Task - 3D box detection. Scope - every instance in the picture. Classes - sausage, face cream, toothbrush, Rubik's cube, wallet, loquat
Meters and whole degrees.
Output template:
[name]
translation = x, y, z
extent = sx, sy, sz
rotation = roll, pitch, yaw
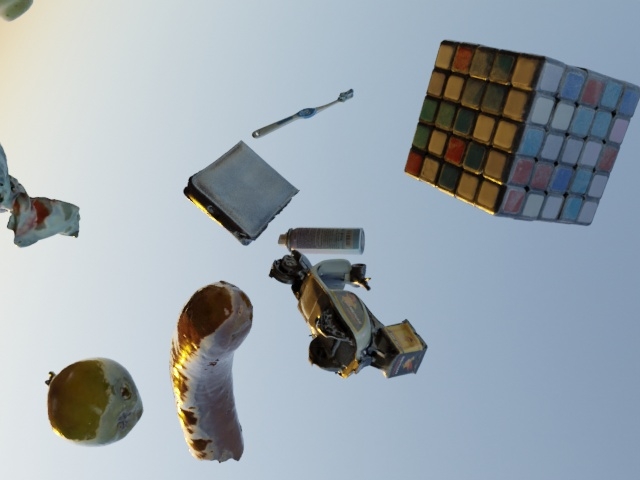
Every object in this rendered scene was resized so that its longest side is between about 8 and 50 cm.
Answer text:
[sausage]
translation = -0.130, 0.156, 0.754
extent = 0.103, 0.076, 0.302
rotation = 31, -44, 25
[face cream]
translation = 0.000, 0.000, 1.710
extent = 0.229, 0.075, 0.075
rotation = 2, -116, 14
[toothbrush]
translation = -0.054, -0.416, 2.132
extent = 0.386, 0.040, 0.040
rotation = -27, -150, -15
[Rubik's cube]
translation = 0.386, -0.211, 1.268
extent = 0.293, 0.292, 0.287
rotation = 35, -64, 52
[wallet]
translation = -0.149, -0.097, 1.246
extent = 0.036, 0.167, 0.222
rotation = -47, -176, 38
[loquat]
translation = -0.543, 0.370, 1.503
extent = 0.246, 0.213, 0.213
rotation = 21, -96, 18

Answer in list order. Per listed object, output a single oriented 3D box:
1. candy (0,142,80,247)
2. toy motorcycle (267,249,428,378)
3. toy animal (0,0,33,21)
[candy]
translation = -0.304, -0.067, 0.438
extent = 0.086, 0.292, 0.059
rotation = -37, -142, 32
[toy motorcycle]
translation = 0.029, 0.100, 0.973
extent = 0.263, 0.157, 0.091
rotation = 55, -41, 43
[toy animal]
translation = -0.673, -0.504, 1.219
extent = 0.338, 0.216, 0.191
rotation = -17, -154, 27
